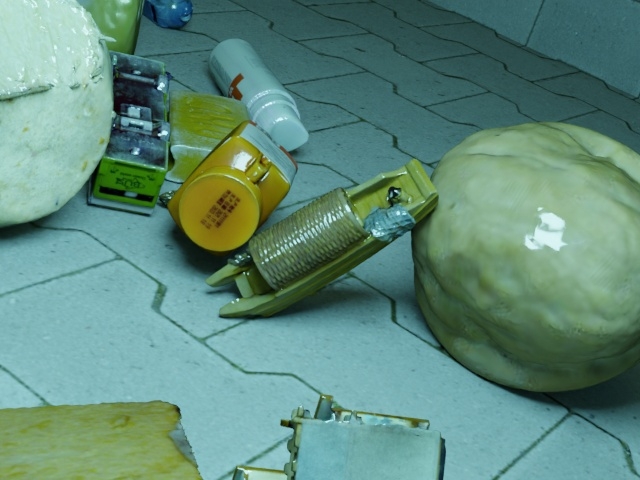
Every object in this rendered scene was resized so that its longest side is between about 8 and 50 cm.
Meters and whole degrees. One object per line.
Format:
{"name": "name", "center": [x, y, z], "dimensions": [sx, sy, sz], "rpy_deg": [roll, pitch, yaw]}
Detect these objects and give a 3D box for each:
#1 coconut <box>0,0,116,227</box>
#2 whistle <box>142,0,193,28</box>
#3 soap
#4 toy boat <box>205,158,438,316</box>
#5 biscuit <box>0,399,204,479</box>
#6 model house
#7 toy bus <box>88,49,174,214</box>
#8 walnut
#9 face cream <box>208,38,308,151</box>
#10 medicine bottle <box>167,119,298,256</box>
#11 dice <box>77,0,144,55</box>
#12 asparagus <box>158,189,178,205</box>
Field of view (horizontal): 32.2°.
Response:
{"name": "coconut", "center": [-0.448, -0.201, 1.370], "dimensions": [0.360, 0.346, 0.346], "rpy_deg": [37, 31, 32]}
{"name": "whistle", "center": [-0.321, -0.496, 2.340], "dimensions": [0.090, 0.090, 0.158], "rpy_deg": [-6, 33, -41]}
{"name": "soap", "center": [-0.179, -0.161, 1.770], "dimensions": [0.140, 0.073, 0.232], "rpy_deg": [8, 28, -12]}
{"name": "toy boat", "center": [0.000, 0.000, 1.366], "dimensions": [0.115, 0.310, 0.089], "rpy_deg": [39, 24, -58]}
{"name": "biscuit", "center": [-0.229, 0.202, 1.005], "dimensions": [0.237, 0.013, 0.232], "rpy_deg": [0, 19, -18]}
{"name": "model house", "center": [-0.014, 0.262, 0.908], "dimensions": [0.178, 0.271, 0.206], "rpy_deg": [7, -8, -16]}
{"name": "toy bus", "center": [-0.283, -0.155, 1.624], "dimensions": [0.113, 0.139, 0.301], "rpy_deg": [10, 34, -16]}
{"name": "walnut", "center": [0.291, 0.020, 1.442], "dimensions": [0.381, 0.381, 0.381], "rpy_deg": [15, 25, -7]}
{"name": "face cream", "center": [-0.114, -0.257, 1.978], "dimensions": [0.102, 0.102, 0.345], "rpy_deg": [7, 27, -24]}
{"name": "medicine bottle", "center": [-0.119, -0.064, 1.473], "dimensions": [0.112, 0.149, 0.222], "rpy_deg": [43, 14, -8]}
{"name": "dice", "center": [-0.431, -0.438, 1.943], "dimensions": [0.238, 0.226, 0.233], "rpy_deg": [9, 12, -9]}
{"name": "asparagus", "center": [-0.157, -0.056, 1.615], "dimensions": [0.165, 0.036, 0.030], "rpy_deg": [5, 19, -26]}
